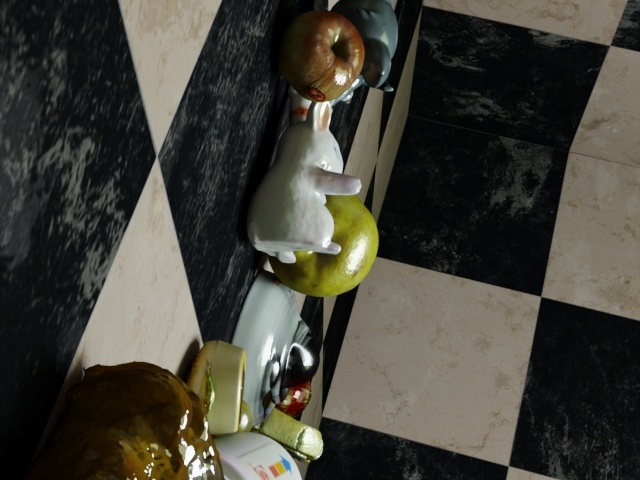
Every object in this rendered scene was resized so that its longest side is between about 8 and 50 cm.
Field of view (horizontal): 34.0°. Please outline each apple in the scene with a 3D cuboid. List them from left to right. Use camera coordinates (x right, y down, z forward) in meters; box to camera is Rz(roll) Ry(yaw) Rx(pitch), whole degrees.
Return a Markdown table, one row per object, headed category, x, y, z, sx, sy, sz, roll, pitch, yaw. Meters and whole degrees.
| category | x | y | z | sx | sy | sz | roll | pitch | yaw |
| --- | --- | --- | --- | --- | --- | --- | --- | --- | --- |
| apple | -0.001 | -0.259 | 1.460 | 0.102 | 0.126 | 0.126 | -7 | -118 | 52 |

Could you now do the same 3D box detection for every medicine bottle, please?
| category | x | y | z | sx | sy | sz | roll | pitch | yaw |
| --- | --- | --- | --- | --- | --- | --- | --- | --- | --- |
| medicine bottle | -0.133 | 0.338 | 1.302 | 0.293 | 0.170 | 0.170 | 13 | 91 | -76 |

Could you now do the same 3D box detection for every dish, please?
| category | x | y | z | sx | sy | sz | roll | pitch | yaw |
| --- | --- | --- | --- | --- | --- | --- | --- | --- | --- |
| dish | -0.068 | 0.197 | 1.754 | 0.273 | 0.133 | 0.273 | 14 | 90 | -82 |

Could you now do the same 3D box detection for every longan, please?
| category | x | y | z | sx | sy | sz | roll | pitch | yaw |
| --- | --- | --- | --- | --- | --- | --- | --- | --- | --- |
| longan | -0.139 | 0.271 | 1.609 | 0.083 | 0.075 | 0.075 | -106 | -160 | -53 |

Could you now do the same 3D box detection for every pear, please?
| category | x | y | z | sx | sy | sz | roll | pitch | yaw |
| --- | --- | --- | --- | --- | --- | --- | --- | --- | --- |
| pear | 0.000 | 0.000 | 1.713 | 0.200 | 0.200 | 0.200 | 14 | 90 | -83 |

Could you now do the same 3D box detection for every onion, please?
| category | x | y | z | sx | sy | sz | roll | pitch | yaw |
| --- | --- | --- | --- | --- | --- | --- | --- | --- | --- |
| onion | -0.071 | 0.288 | 2.031 | 0.117 | 0.118 | 0.119 | 34 | -66 | 62 |

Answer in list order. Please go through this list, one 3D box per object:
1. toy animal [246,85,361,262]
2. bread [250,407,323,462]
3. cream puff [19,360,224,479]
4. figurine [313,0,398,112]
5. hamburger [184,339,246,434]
| category | x | y | z | sx | sy | sz | roll | pitch | yaw |
| --- | --- | --- | --- | --- | --- | --- | --- | --- | --- |
| toy animal | -0.014 | -0.102 | 1.550 | 0.140 | 0.138 | 0.283 | -14 | -129 | 57 |
| bread | -0.069 | 0.364 | 1.950 | 0.117 | 0.156 | 0.064 | 92 | 22 | -63 |
| cream puff | -0.168 | 0.232 | 0.927 | 0.269 | 0.154 | 0.241 | 92 | 13 | -51 |
| figurine | 0.053 | -0.276 | 1.629 | 0.265 | 0.140 | 0.193 | 75 | 19 | -62 |
| hamburger | -0.142 | 0.200 | 1.381 | 0.127 | 0.081 | 0.141 | 98 | -3 | -53 |
